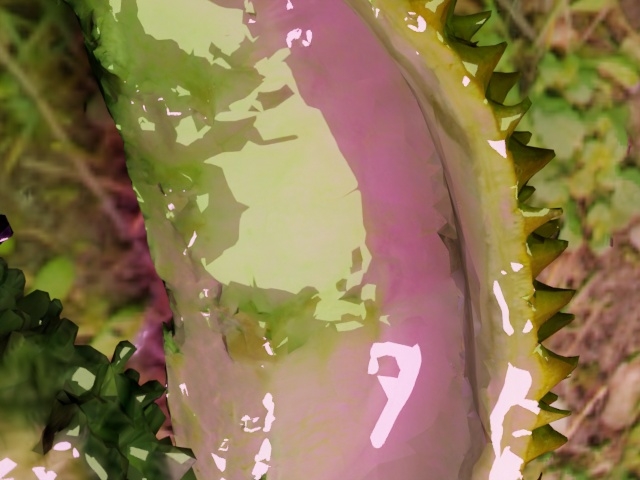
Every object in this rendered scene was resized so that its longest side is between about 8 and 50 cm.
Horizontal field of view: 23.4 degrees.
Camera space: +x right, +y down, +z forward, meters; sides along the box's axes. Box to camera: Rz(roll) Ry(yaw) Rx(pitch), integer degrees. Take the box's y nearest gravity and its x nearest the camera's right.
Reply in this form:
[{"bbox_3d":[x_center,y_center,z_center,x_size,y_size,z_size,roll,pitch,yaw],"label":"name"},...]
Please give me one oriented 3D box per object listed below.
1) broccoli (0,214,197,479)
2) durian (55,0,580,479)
[{"bbox_3d":[-0.218,0.170,0.449,0.397,0.275,0.353,-45,108,-21],"label":"broccoli"},{"bbox_3d":[0.000,0.000,0.614,0.169,0.158,0.351,-20,111,-14],"label":"durian"}]
